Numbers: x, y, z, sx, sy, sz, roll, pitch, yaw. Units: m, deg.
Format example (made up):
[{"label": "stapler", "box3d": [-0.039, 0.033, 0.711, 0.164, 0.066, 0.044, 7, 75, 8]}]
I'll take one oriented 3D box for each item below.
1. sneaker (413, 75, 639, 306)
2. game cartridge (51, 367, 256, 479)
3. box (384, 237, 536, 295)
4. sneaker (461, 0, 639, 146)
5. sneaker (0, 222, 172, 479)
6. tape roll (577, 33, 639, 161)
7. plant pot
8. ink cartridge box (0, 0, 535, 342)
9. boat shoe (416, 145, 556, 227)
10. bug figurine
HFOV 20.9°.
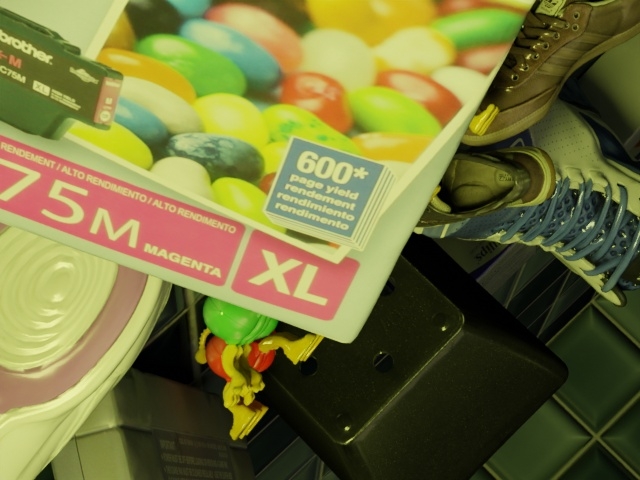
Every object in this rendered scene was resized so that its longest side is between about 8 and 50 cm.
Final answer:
[{"label": "sneaker", "box3d": [0.201, -0.037, 1.372, 0.127, 0.182, 0.315, -53, 165, 23]}, {"label": "game cartridge", "box3d": [-0.091, 0.204, 1.135, 0.068, 0.230, 0.355, -20, 168, 6]}, {"label": "box", "box3d": [0.121, 0.018, 1.528, 0.126, 0.072, 0.137, -45, 167, -3]}, {"label": "sneaker", "box3d": [0.155, -0.145, 1.217, 0.188, 0.066, 0.071, -39, 139, -15]}, {"label": "sneaker", "box3d": [-0.170, 0.096, 0.792, 0.305, 0.114, 0.152, -45, 176, 3]}, {"label": "tape roll", "box3d": [0.282, -0.115, 1.620, 0.219, 0.072, 0.219, -42, 167, -12]}, {"label": "plant pot", "box3d": [0.045, 0.084, 1.296, 0.188, 0.187, 0.167, -45, 155, -1]}, {"label": "ink cartridge box", "box3d": [-0.031, -0.093, 0.511, 0.311, 0.186, 0.065, 114, -6, -52]}, {"label": "boat shoe", "box3d": [0.089, -0.039, 1.214, 0.152, 0.056, 0.049, -12, 175, 39]}, {"label": "bug figurine", "box3d": [0.000, 0.000, 1.108, 0.279, 0.072, 0.216, -52, 173, 3]}]
